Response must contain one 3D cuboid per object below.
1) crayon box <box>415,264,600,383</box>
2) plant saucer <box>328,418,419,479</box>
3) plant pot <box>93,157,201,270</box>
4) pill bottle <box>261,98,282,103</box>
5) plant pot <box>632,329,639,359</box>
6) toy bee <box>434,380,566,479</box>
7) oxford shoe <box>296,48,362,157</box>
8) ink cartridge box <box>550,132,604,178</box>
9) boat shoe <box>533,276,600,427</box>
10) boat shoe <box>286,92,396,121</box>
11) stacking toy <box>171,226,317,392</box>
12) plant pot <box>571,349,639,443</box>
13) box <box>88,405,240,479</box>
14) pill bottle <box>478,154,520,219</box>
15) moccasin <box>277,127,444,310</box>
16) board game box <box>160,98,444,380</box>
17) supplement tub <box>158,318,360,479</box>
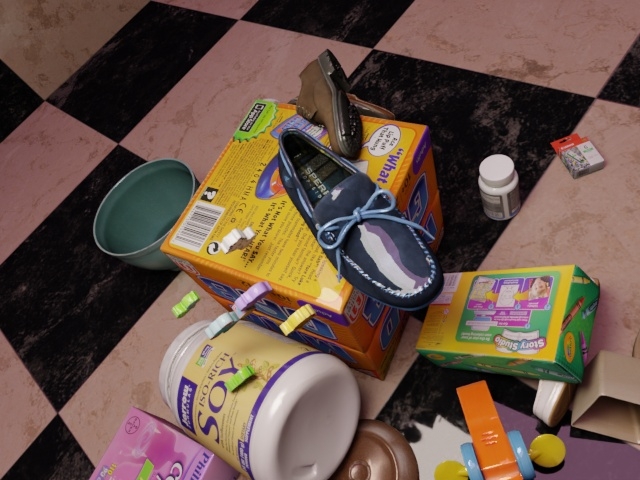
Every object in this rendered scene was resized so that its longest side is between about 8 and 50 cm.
[{"bbox_3d":[0.310,0.139,0.867,0.278,0.081,0.165,-10,50,54],"label":"crayon box"},{"bbox_3d":[0.074,0.416,0.895,0.198,0.036,0.199,-12,55,18],"label":"plant saucer"},{"bbox_3d":[-0.404,-0.039,1.313,0.293,0.196,0.293,-12,54,17],"label":"plant pot"},{"bbox_3d":[-0.137,-0.300,1.422,0.108,0.108,0.194,-19,52,12],"label":"pill bottle"},{"bbox_3d":[0.612,0.181,0.758,0.237,0.110,0.237,-12,56,17],"label":"plant pot"},{"bbox_3d":[0.273,0.377,0.777,0.195,0.162,0.298,-8,30,29],"label":"toy bee"},{"bbox_3d":[0.011,-0.218,0.858,0.096,0.083,0.227,-28,52,21],"label":"oxford shoe"},{"bbox_3d":[0.550,-0.191,1.084,0.062,0.029,0.115,-21,53,11],"label":"ink cartridge box"},{"bbox_3d":[0.402,0.180,0.869,0.096,0.098,0.277,12,58,34],"label":"boat shoe"},{"bbox_3d":[0.059,-0.353,1.364,0.324,0.123,0.120,19,51,28],"label":"boat shoe"},{"bbox_3d":[-0.126,0.108,0.754,0.221,0.052,0.167,-45,75,26],"label":"stacking toy"},{"bbox_3d":[0.463,0.236,0.783,0.109,0.109,0.096,14,47,9],"label":"plant pot"},{"bbox_3d":[-0.313,0.479,0.977,0.243,0.117,0.214,14,65,31],"label":"box"},{"bbox_3d":[0.370,-0.109,1.043,0.078,0.137,0.078,-12,54,17],"label":"pill bottle"},{"bbox_3d":[0.028,-0.037,0.707,0.137,0.117,0.342,-41,56,-9],"label":"moccasin"},{"bbox_3d":[0.000,0.000,0.981,0.356,0.356,0.357,16,66,27],"label":"board game box"},{"bbox_3d":[-0.120,0.284,0.924,0.331,0.241,0.241,11,64,41],"label":"supplement tub"}]
